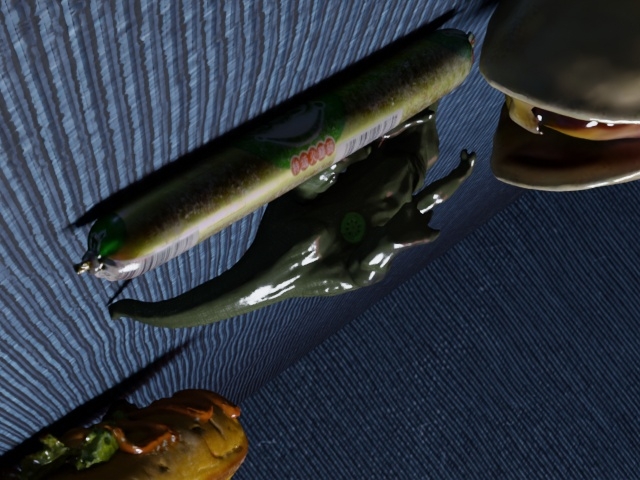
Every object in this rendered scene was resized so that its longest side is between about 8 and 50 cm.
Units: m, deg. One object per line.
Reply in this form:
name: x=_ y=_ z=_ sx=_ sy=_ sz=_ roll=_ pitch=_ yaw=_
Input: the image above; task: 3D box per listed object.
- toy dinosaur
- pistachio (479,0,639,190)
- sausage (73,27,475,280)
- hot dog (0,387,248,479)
toy dinosaur: x=0.000 y=0.000 z=0.927 sx=0.187 sy=0.087 sz=0.179 roll=-30 pitch=170 yaw=-43
pistachio: x=0.182 y=-0.100 z=0.876 sx=0.229 sy=0.157 sz=0.157 roll=-25 pitch=171 yaw=-18
sausage: x=-0.010 y=-0.043 z=0.768 sx=0.269 sy=0.033 sz=0.033 roll=-33 pitch=173 yaw=-39
hot dog: x=-0.202 y=0.211 z=1.305 sx=0.349 sy=0.117 sz=0.158 roll=-34 pitch=180 yaw=-44
